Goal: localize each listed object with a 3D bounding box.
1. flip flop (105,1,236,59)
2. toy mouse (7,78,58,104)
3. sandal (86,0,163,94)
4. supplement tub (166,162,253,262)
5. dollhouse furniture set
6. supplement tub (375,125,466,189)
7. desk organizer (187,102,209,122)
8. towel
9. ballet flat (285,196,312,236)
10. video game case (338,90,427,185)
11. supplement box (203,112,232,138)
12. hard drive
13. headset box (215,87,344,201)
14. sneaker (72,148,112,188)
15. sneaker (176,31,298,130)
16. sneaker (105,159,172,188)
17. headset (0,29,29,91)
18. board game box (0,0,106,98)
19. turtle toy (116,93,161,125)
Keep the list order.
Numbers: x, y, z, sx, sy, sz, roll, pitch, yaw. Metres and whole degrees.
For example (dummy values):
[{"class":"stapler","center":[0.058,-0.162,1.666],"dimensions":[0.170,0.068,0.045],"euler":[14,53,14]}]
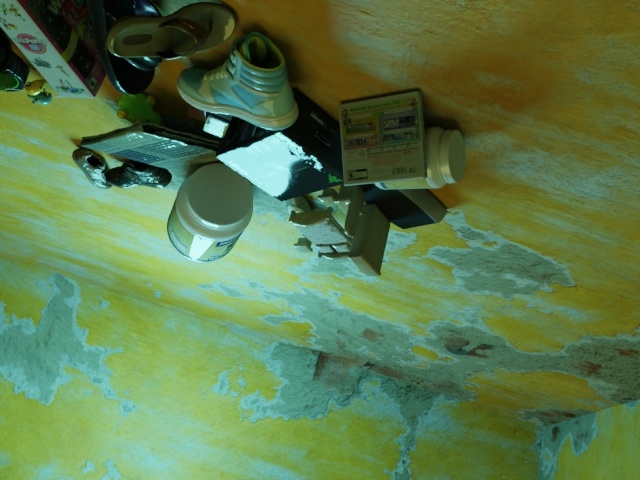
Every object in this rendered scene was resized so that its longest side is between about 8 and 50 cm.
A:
[{"class":"flip flop","center":[-0.295,-0.415,1.480],"dimensions":[0.277,0.080,0.112],"euler":[-17,141,-31]},{"class":"toy mouse","center":[-0.726,-0.394,1.950],"dimensions":[0.161,0.031,0.143],"euler":[-16,171,6]},{"class":"sandal","center":[-0.394,-0.450,1.518],"dimensions":[0.107,0.167,0.445],"euler":[17,155,7]},{"class":"supplement tub","center":[-0.332,-0.080,2.191],"dimensions":[0.228,0.228,0.316],"euler":[21,155,-11]},{"class":"dollhouse furniture set","center":[0.000,0.000,2.078],"dimensions":[0.356,0.173,0.303],"euler":[-5,147,33]},{"class":"supplement tub","center":[0.228,-0.194,1.715],"dimensions":[0.200,0.144,0.144],"euler":[1,151,30]},{"class":"desk organizer","center":[-0.301,-0.354,1.814],"dimensions":[0.050,0.047,0.130],"euler":[19,155,-2]},{"class":"towel","center":[-0.439,-0.262,1.977],"dimensions":[0.324,0.056,0.312],"euler":[-2,170,43]},{"class":"ballet flat","center":[-0.059,-0.073,2.235],"dimensions":[0.072,0.068,0.213],"euler":[4,153,23]},{"class":"video game case","center":[0.140,-0.229,1.662],"dimensions":[0.213,0.193,0.023],"euler":[-3,-177,35]},{"class":"supplement box","center":[-0.248,-0.316,1.816],"dimensions":[0.056,0.083,0.083],"euler":[21,155,-11]},{"class":"hard drive","center":[0.213,-0.112,2.003],"dimensions":[0.172,0.054,0.255],"euler":[-11,144,45]},{"class":"headset box","center":[-0.074,-0.233,1.831],"dimensions":[0.283,0.131,0.246],"euler":[-11,144,44]},{"class":"sneaker","center":[-0.708,-0.223,2.313],"dimensions":[0.071,0.066,0.188],"euler":[1,152,27]},{"class":"sneaker","center":[-0.196,-0.385,1.624],"dimensions":[0.319,0.127,0.208],"euler":[19,141,21]},{"class":"sneaker","center":[-0.576,-0.223,2.217],"dimensions":[0.228,0.087,0.130],"euler":[5,147,26]},{"class":"headset","center":[-0.906,-0.454,1.801],"dimensions":[0.244,0.185,0.394],"euler":[8,166,15]},{"class":"board game box","center":[-0.532,-0.473,1.489],"dimensions":[0.098,0.224,0.303],"euler":[7,155,21]},{"class":"turtle toy","center":[-0.476,-0.341,1.909],"dimensions":[0.130,0.095,0.066],"euler":[31,172,-30]}]
